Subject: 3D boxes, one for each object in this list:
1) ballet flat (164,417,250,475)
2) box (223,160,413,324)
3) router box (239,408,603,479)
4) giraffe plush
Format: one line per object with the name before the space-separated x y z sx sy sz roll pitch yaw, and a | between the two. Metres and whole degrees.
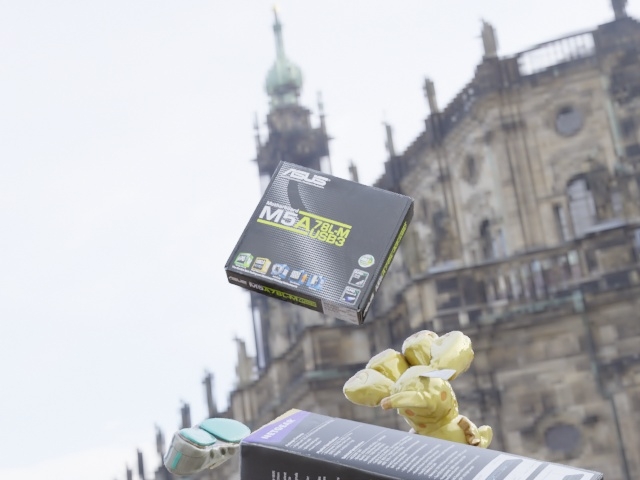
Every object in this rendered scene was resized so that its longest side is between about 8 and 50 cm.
ballet flat | -0.169 0.304 1.859 0.072 0.068 0.213 28 7 18
box | 0.000 0.000 1.623 0.191 0.184 0.045 17 -29 17
router box | 0.063 0.294 0.903 0.243 0.308 0.081 9 15 27
giraffe plush | 0.157 0.238 1.729 0.181 0.170 0.210 -29 15 -12
